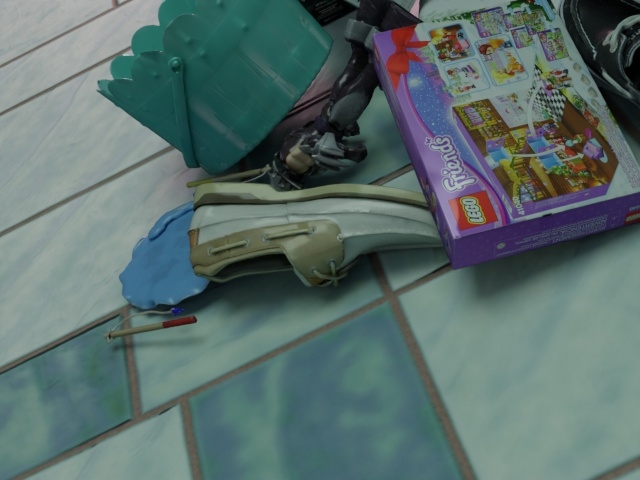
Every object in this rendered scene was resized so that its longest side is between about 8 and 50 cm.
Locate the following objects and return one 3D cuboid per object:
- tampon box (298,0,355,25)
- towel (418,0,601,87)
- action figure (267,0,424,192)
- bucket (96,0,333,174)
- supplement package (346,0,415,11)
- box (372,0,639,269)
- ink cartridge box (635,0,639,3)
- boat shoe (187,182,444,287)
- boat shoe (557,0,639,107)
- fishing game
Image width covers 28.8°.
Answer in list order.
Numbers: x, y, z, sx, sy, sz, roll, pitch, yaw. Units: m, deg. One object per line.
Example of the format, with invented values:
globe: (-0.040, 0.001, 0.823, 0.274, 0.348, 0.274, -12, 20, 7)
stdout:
tampon box: (0.001, -0.415, 1.806, 0.120, 0.161, 0.101, -25, 35, 5)
towel: (0.277, -0.289, 1.525, 0.320, 0.090, 0.374, -17, 36, 21)
action figure: (0.025, -0.148, 1.462, 0.285, 0.099, 0.185, -56, 18, 13)
bucket: (-0.131, -0.229, 1.580, 0.281, 0.183, 0.281, -43, 17, 17)
supplement package: (0.040, -0.392, 1.633, 0.149, 0.203, 0.194, -62, 8, 11)
box: (0.188, -0.121, 1.284, 0.200, 0.057, 0.293, -14, 54, -4)
ink cartridge box: (0.353, -0.315, 1.283, 0.127, 0.128, 0.176, -10, 37, -47)
boat shoe: (0.000, 0.000, 1.346, 0.302, 0.113, 0.103, 1, 73, 23)
boat shoe: (0.333, -0.183, 1.261, 0.108, 0.102, 0.301, -34, 53, 7)
fishing game: (-0.158, 0.018, 1.483, 0.189, 0.041, 0.264, -12, 39, 31)
